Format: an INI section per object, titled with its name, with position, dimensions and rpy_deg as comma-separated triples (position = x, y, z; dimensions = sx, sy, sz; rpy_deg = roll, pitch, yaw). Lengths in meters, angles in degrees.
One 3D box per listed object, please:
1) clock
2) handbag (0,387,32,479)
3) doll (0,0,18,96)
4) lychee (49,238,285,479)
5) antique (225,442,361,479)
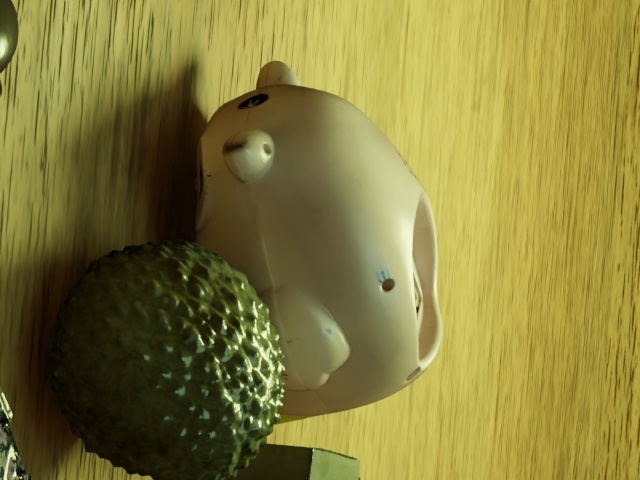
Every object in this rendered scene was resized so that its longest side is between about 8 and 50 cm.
[clock]
position = 0.000, 0.000, 2.271
dimensions = 0.368, 0.251, 0.376
rpy_deg = -70, 146, -61
[handbag]
position = -0.362, 0.189, 1.780
dimensions = 0.229, 0.127, 0.207
rpy_deg = -40, 129, -44
[doll]
position = -0.348, -0.236, 1.746
dimensions = 0.182, 0.117, 0.257
rpy_deg = -81, 158, -57
[lychee]
position = -0.157, 0.130, 2.048
dimensions = 0.255, 0.274, 0.255
rpy_deg = -23, 130, -29
[antique]
position = -0.046, 0.328, 2.387
dimensions = 0.147, 0.148, 0.152
rpy_deg = 29, 67, -62
